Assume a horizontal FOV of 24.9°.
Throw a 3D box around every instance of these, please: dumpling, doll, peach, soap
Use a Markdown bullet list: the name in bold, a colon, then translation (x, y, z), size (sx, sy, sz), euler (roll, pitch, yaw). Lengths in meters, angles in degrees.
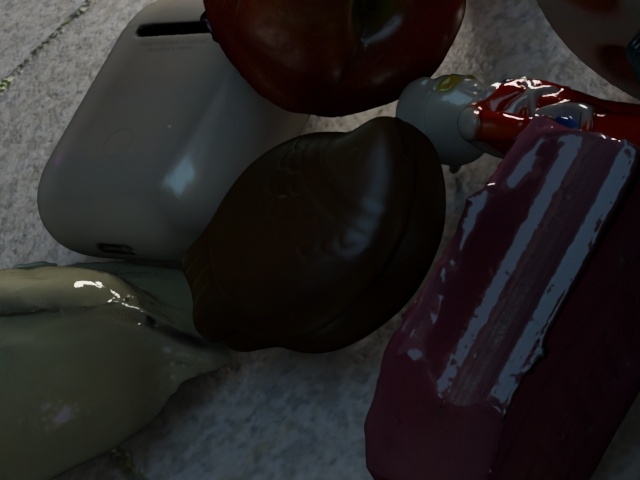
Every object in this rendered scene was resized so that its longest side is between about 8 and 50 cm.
- **dumpling**: translation (-0.293, 0.096, 1.465), size (0.395, 0.233, 0.315), euler (-16, 35, -6)
- **doll**: translation (0.216, -0.105, 1.325), size (0.384, 0.188, 0.099), euler (6, 96, 47)
- **peach**: translation (-0.001, -0.281, 1.496), size (0.281, 0.281, 0.338), euler (-41, 31, -2)
- **soap**: translation (0.157, 0.083, 1.101), size (0.127, 0.220, 0.324), euler (30, 87, 37)

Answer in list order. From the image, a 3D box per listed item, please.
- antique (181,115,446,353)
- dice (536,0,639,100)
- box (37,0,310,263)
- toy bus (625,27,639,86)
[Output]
- **antique**: translation (0.000, 0.000, 1.379), size (0.278, 0.129, 0.223), euler (-39, 47, 19)
- **dice**: translation (0.347, -0.267, 1.294), size (0.259, 0.251, 0.243), euler (15, 66, 43)
- **box**: translation (-0.150, -0.132, 1.618), size (0.289, 0.141, 0.349), euler (2, 56, 39)
- **toy bus**: translation (0.325, -0.075, 0.862), size (0.167, 0.138, 0.275), euler (-41, 42, 1)
